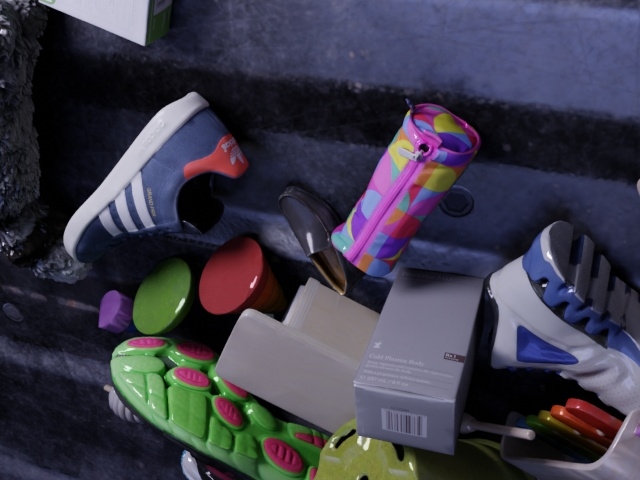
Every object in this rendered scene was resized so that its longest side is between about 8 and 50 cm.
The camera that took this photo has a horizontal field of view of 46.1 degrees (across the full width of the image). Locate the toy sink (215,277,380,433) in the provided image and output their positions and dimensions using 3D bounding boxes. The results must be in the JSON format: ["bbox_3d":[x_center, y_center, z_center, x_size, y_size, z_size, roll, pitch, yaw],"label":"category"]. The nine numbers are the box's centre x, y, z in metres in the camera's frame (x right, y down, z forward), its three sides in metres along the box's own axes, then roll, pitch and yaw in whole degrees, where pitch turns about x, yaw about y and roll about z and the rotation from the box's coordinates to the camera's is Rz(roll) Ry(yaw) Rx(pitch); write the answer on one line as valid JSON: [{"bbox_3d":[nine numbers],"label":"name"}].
[{"bbox_3d":[-0.011,0.160,1.102,0.234,0.131,0.153,26,130,-2],"label":"toy sink"}]

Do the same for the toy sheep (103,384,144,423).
[{"bbox_3d":[-0.339,0.285,1.363,0.132,0.091,0.091,18,130,28],"label":"toy sheep"}]

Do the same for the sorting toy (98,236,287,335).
[{"bbox_3d":[-0.191,0.102,1.179,0.365,0.127,0.126,-17,145,35],"label":"sorting toy"}]

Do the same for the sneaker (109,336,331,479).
[{"bbox_3d":[-0.157,0.341,1.230,0.483,0.185,0.202,40,121,-13],"label":"sneaker"}]

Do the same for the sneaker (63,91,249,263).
[{"bbox_3d":[-0.230,-0.042,1.051,0.148,0.131,0.350,45,128,-5],"label":"sneaker"}]

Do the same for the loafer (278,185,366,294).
[{"bbox_3d":[0.000,0.000,1.027,0.062,0.061,0.170,-33,105,38],"label":"loafer"}]

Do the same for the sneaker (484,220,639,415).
[{"bbox_3d":[0.319,0.126,0.954,0.315,0.127,0.182,46,137,-11],"label":"sneaker"}]

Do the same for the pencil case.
[{"bbox_3d":[0.099,-0.059,0.921,0.104,0.104,0.236,30,130,1],"label":"pencil case"}]

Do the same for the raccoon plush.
[{"bbox_3d":[-0.412,-0.153,1.073,0.299,0.216,0.446,-27,140,21],"label":"raccoon plush"}]

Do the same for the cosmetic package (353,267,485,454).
[{"bbox_3d":[0.133,0.145,0.962,0.127,0.238,0.107,6,128,16],"label":"cosmetic package"}]

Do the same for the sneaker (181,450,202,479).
[{"bbox_3d":[-0.147,0.433,1.390,0.229,0.087,0.092,29,123,-7],"label":"sneaker"}]

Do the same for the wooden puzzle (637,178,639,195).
[{"bbox_3d":[0.499,-0.005,0.821,0.239,0.044,0.221,-16,116,32],"label":"wooden puzzle"}]

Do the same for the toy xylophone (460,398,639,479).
[{"bbox_3d":[0.320,0.262,0.957,0.236,0.081,0.323,32,162,-13],"label":"toy xylophone"}]

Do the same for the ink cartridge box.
[{"bbox_3d":[-0.283,-0.331,0.915,0.209,0.062,0.109,23,129,7],"label":"ink cartridge box"}]

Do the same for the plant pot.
[{"bbox_3d":[0.132,0.368,1.043,0.276,0.276,0.254,-25,133,34],"label":"plant pot"}]
